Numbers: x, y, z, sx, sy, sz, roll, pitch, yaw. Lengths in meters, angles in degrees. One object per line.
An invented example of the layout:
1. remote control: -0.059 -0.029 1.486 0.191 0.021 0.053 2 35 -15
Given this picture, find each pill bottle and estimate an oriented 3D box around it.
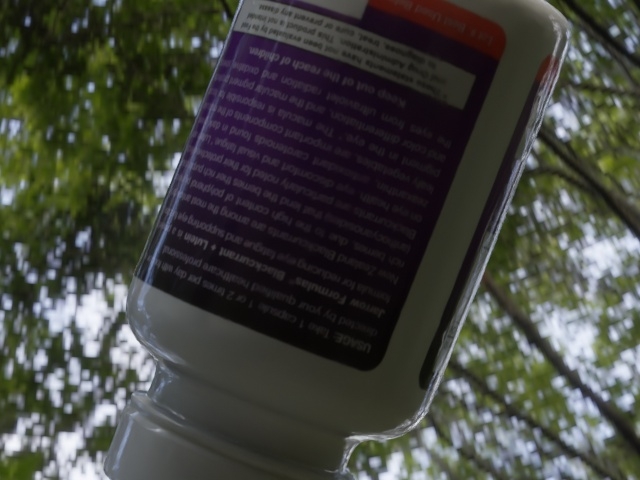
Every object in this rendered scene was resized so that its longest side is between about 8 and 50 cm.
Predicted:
1. pill bottle: 0.000 0.000 0.611 0.108 0.108 0.193 22 -90 -16
